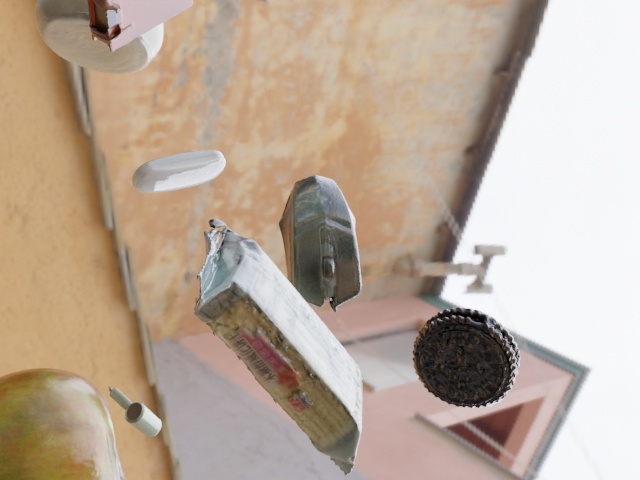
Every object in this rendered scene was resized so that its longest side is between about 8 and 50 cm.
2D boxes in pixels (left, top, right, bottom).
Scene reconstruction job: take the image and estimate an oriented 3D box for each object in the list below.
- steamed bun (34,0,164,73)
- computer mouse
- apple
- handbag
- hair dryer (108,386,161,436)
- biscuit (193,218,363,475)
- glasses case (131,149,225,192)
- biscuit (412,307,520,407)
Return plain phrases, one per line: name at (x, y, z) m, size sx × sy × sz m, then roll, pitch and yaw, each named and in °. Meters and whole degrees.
steamed bun at (-0.397, -0.415, 1.769) m, size 0.232 × 0.232 × 0.145 m, roll -19°, pitch -124°, yaw 54°
computer mouse at (0.003, -0.001, 1.527) m, size 0.071 × 0.126 × 0.231 m, roll 113°, pitch -26°, yaw -66°
apple at (-0.279, 0.221, 0.926) m, size 0.196 × 0.196 × 0.195 m, roll 14°, pitch -72°, yaw 52°
handbag at (-0.289, -0.400, 1.551) m, size 0.063 × 0.190 × 0.127 m, roll 34°, pitch -35°, yaw 22°
hair dryer at (-0.320, 0.278, 1.618) m, size 0.124 × 0.038 × 0.063 m, roll 29°, pitch -19°, yaw 40°
biscuit at (-0.043, 0.118, 1.162) m, size 0.079 × 0.186 × 0.309 m, roll -36°, pitch -72°, yaw 16°
glasses case at (-0.329, -0.161, 2.261) m, size 0.059 × 0.234 × 0.092 m, roll 61°, pitch -39°, yaw 21°
biscuit at (0.251, 0.206, 1.685) m, size 0.195 × 0.053 × 0.194 m, roll 10°, pitch -61°, yaw 18°
